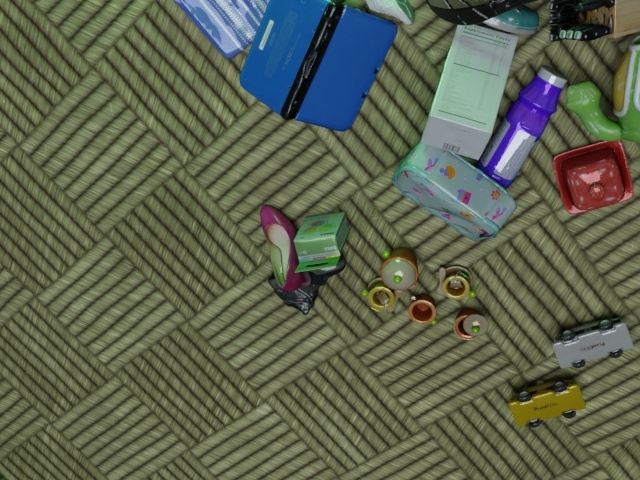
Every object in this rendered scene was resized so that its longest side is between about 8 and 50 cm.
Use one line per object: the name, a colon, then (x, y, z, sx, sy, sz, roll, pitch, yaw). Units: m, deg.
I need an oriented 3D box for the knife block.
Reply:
knife block: (0.595, -0.458, 1.560, 0.276, 0.242, 0.088, -1, 115, 13)

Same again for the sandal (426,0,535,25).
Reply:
sandal: (0.357, -0.516, 1.562, 0.303, 0.086, 0.120, -5, 125, 26)

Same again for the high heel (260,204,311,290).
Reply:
high heel: (-0.112, 0.017, 1.968, 0.082, 0.117, 0.244, -27, 78, 27)

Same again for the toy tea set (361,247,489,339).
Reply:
toy tea set: (0.276, 0.149, 1.978, 0.336, 0.124, 0.200, 18, 117, 4)

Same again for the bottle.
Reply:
bottle: (0.454, -0.254, 1.756, 0.092, 0.118, 0.283, 27, 116, 0)

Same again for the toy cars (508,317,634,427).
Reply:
toy cars: (0.638, 0.332, 2.009, 0.176, 0.087, 0.393, 26, 114, -6)

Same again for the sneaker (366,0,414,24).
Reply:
sneaker: (0.146, -0.533, 1.739, 0.152, 0.053, 0.061, 41, 131, -5)

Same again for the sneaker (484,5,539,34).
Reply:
sneaker: (0.343, -0.545, 1.651, 0.302, 0.108, 0.121, 27, 121, 1)

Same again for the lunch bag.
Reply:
lunch bag: (0.306, -0.106, 1.808, 0.279, 0.224, 0.108, 36, 79, -3)

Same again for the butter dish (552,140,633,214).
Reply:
butter dish: (0.627, -0.130, 1.774, 0.160, 0.118, 0.160, -15, 109, 19)

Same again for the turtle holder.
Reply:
turtle holder: (0.708, -0.321, 1.618, 0.320, 0.243, 0.227, 2, 124, 52)

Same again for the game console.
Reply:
game console: (-0.011, -0.432, 1.813, 0.250, 0.173, 0.293, 39, 119, 22)

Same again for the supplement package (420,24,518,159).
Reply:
supplement package: (0.321, -0.323, 1.674, 0.139, 0.134, 0.244, 18, 72, 5)

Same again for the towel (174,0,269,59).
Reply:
towel: (-0.175, -0.604, 1.779, 0.336, 0.040, 0.243, -35, 104, 24)

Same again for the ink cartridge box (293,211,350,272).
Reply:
ink cartridge box: (0.000, 0.000, 1.923, 0.109, 0.209, 0.062, -8, 113, 16)

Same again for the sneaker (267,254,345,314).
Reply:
sneaker: (-0.016, 0.115, 2.052, 0.228, 0.087, 0.130, -22, 110, 24)
